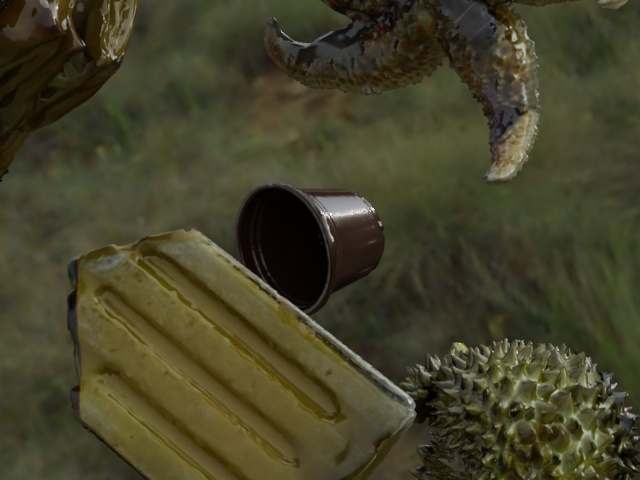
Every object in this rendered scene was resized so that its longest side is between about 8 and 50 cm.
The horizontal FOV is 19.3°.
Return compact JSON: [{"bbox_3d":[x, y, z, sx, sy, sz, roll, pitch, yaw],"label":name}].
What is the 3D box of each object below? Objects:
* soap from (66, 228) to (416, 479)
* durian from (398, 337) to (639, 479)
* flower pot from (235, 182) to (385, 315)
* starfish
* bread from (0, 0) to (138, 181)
[{"bbox_3d":[-0.078,0.101,1.329,0.160,0.257,0.080,-51,-12,-4],"label":"soap"},{"bbox_3d":[0.193,0.215,1.895,0.258,0.258,0.293,-30,7,-12],"label":"durian"},{"bbox_3d":[0.000,0.000,1.508,0.111,0.111,0.089,2,13,44],"label":"flower pot"},{"bbox_3d":[0.071,-0.133,1.062,0.238,0.216,0.071,-9,-4,37],"label":"starfish"},{"bbox_3d":[-0.226,-0.155,1.193,0.324,0.167,0.278,-43,41,50],"label":"bread"}]
